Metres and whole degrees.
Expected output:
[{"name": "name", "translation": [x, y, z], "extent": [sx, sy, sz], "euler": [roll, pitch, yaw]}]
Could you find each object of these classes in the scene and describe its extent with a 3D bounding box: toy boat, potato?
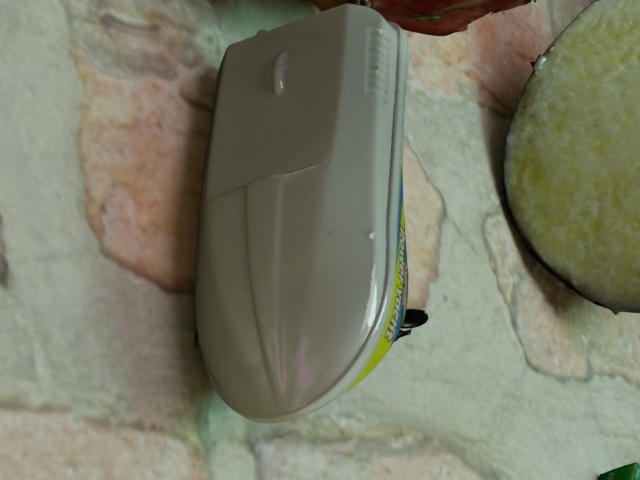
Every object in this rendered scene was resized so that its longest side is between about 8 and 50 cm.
[{"name": "toy boat", "translation": [-0.003, -0.008, 1.074], "extent": [0.141, 0.141, 0.269], "euler": [21, 56, -43]}, {"name": "potato", "translation": [0.273, -0.080, 1.403], "extent": [0.239, 0.299, 0.116], "euler": [39, -6, 5]}]

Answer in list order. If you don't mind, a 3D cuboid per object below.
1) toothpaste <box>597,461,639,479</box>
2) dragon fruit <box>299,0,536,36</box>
[{"name": "toothpaste", "translation": [0.204, 0.232, 1.259], "extent": [0.043, 0.037, 0.178], "euler": [52, 38, -18]}, {"name": "dragon fruit", "translation": [0.002, -0.287, 1.157], "extent": [0.263, 0.314, 0.296], "euler": [10, 85, -30]}]
